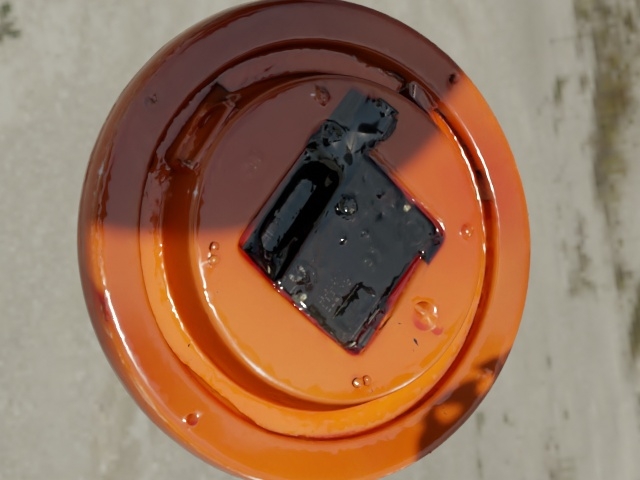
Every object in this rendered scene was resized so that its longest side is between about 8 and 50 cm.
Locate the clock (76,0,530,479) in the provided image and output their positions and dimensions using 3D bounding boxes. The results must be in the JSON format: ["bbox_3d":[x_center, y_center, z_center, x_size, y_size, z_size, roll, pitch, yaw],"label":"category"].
[{"bbox_3d":[0.000,0.000,0.611,0.051,0.205,0.205,-6,-86,64],"label":"clock"}]
